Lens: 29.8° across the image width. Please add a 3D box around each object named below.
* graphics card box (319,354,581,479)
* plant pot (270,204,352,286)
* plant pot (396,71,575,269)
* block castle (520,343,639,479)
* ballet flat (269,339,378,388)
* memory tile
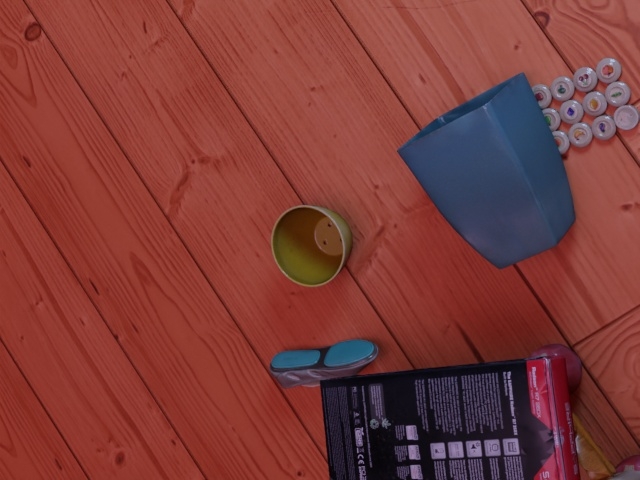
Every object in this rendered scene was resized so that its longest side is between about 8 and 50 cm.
[{"bbox_3d":[0.184,0.297,1.736,0.371,0.094,0.232,-10,84,29],"label":"graphics card box"},{"bbox_3d":[0.000,0.000,1.968,0.134,0.095,0.134,7,105,27],"label":"plant pot"},{"bbox_3d":[0.265,-0.092,1.768,0.166,0.165,0.234,-27,98,35],"label":"plant pot"},{"bbox_3d":[0.281,0.404,1.852,0.453,0.213,0.303,-45,67,22],"label":"block castle"},{"bbox_3d":[0.014,0.214,2.036,0.213,0.072,0.068,-10,124,30],"label":"ballet flat"},{"bbox_3d":[0.386,-0.195,1.767,0.148,0.012,0.113,-20,92,30],"label":"memory tile"}]
